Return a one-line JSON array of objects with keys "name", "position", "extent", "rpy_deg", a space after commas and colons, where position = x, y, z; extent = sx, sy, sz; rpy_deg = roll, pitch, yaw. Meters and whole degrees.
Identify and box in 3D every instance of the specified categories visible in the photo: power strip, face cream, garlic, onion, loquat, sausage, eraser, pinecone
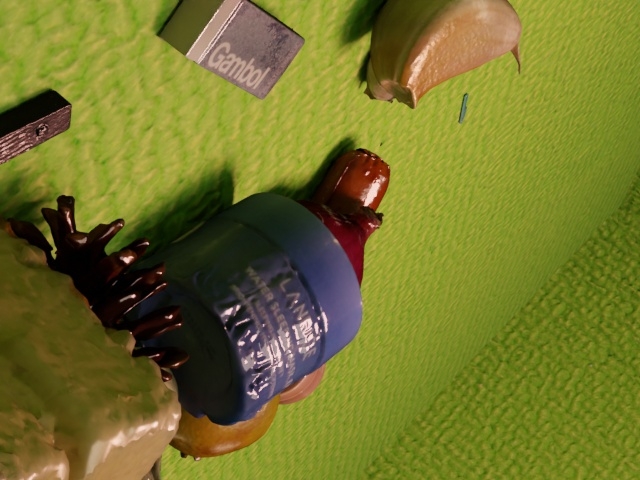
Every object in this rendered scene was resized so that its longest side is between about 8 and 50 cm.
[{"name": "power strip", "position": [-0.286, -0.104, 1.118], "extent": [0.111, 0.029, 0.038], "rpy_deg": [-36, 155, -36]}, {"name": "face cream", "position": [-0.106, 0.092, 1.540], "extent": [0.225, 0.249, 0.249], "rpy_deg": [-35, 155, -34]}, {"name": "face cream", "position": [-0.072, 0.193, 1.948], "extent": [0.149, 0.149, 0.104], "rpy_deg": [-50, 162, -4]}, {"name": "garlic", "position": [0.173, -0.280, 1.596], "extent": [0.245, 0.145, 0.164], "rpy_deg": [-20, 103, -28]}, {"name": "onion", "position": [0.010, 0.020, 1.727], "extent": [0.218, 0.140, 0.195], "rpy_deg": [-28, 114, -13]}, {"name": "loquat", "position": [-0.162, 0.229, 1.737], "extent": [0.213, 0.213, 0.246], "rpy_deg": [-25, 141, -51]}, {"name": "sausage", "position": [0.000, 0.000, 1.841], "extent": [0.330, 0.102, 0.102], "rpy_deg": [-57, 160, 14]}, {"name": "eraser", "position": [-0.093, -0.223, 1.307], "extent": [0.092, 0.046, 0.212], "rpy_deg": [-54, 161, 9]}, {"name": "pinecone", "position": [-0.263, 0.085, 1.210], "extent": [0.264, 0.264, 0.264], "rpy_deg": [-43, 159, -21]}, {"name": "garlic", "position": [0.109, -0.263, 1.676], "extent": [0.152, 0.066, 0.084], "rpy_deg": [-54, -172, 21]}]

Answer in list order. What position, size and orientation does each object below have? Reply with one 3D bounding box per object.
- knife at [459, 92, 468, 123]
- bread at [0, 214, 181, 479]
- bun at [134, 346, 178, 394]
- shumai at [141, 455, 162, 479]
[{"name": "knife", "position": [0.260, -0.238, 2.126], "extent": [0.014, 0.005, 0.091], "rpy_deg": [-41, 159, -22]}, {"name": "bread", "position": [-0.372, 0.164, 0.905], "extent": [0.390, 0.371, 0.279], "rpy_deg": [-52, 165, 14]}, {"name": "bun", "position": [-0.288, 0.187, 1.489], "extent": [0.222, 0.127, 0.222], "rpy_deg": [-19, 146, -13]}, {"name": "shumai", "position": [-0.303, 0.406, 1.654], "extent": [0.309, 0.263, 0.304], "rpy_deg": [-46, 162, -13]}]
